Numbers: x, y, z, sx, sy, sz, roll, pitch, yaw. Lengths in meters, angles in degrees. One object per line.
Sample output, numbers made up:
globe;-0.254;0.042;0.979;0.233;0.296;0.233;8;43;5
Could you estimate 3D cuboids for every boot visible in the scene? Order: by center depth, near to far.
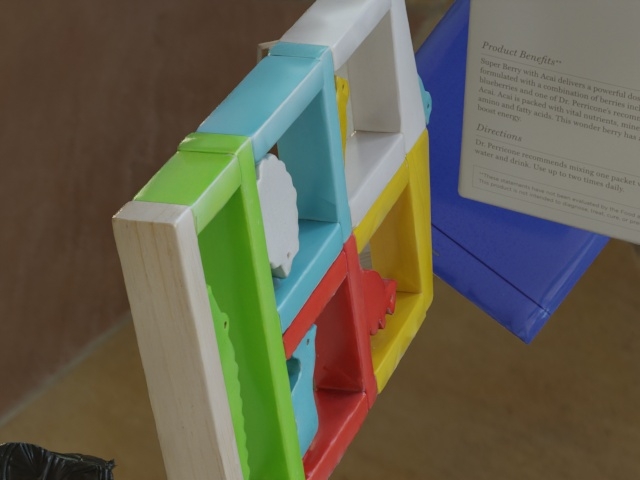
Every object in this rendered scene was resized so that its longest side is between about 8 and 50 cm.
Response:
boot;-0.245;0.212;1.563;0.121;0.099;0.045;12;86;-9

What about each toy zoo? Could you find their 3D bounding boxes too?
toy zoo;0.000;0.000;0.780;0.030;0.192;0.293;5;32;22

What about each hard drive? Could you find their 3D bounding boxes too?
hard drive;0.176;-0.108;1.330;0.210;0.040;0.318;37;91;1

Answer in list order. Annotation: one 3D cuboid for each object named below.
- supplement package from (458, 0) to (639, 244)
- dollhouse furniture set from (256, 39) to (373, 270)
supplement package;0.198;-0.166;0.959;0.177;0.293;0.175;17;35;23
dollhouse furniture set;0.029;-0.019;1.658;0.303;0.355;0.174;-13;48;-17
